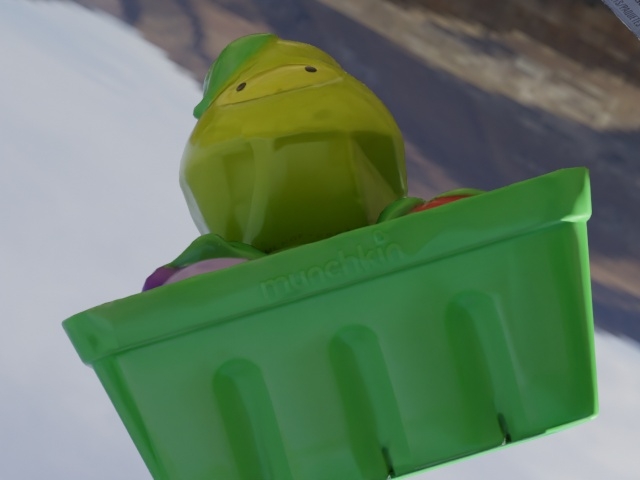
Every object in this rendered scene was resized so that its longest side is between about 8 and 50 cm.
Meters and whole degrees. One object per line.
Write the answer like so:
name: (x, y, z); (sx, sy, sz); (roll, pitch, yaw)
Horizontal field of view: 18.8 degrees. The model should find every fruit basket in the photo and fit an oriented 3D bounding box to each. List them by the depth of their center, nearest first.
fruit basket: (0.000, 0.000, 1.391); (0.392, 0.392, 0.283); (29, 174, 5)

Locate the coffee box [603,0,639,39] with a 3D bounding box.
coffee box: (0.252, -0.135, 1.017); (0.246, 0.141, 0.098); (41, -137, -28)
